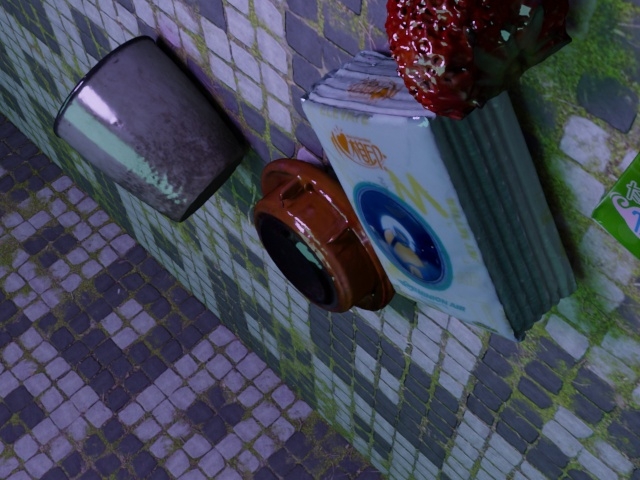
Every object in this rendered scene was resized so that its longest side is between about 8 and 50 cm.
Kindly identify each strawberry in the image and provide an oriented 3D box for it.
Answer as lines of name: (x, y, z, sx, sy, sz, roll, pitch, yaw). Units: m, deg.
strawberry: (0.151, -0.239, 0.886, 0.201, 0.184, 0.187, 51, 131, 24)

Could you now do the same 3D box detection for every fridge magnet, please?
fridge magnet: (0.000, 0.000, 1.607, 0.363, 0.155, 0.363, 42, 158, 21)

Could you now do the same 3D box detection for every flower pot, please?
flower pot: (-0.348, -0.224, 1.757, 0.330, 0.293, 0.293, 43, 159, 0)

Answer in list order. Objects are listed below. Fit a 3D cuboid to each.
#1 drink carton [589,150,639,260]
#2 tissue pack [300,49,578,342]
drink carton: (0.398, -0.060, 0.796, 0.161, 0.108, 0.271, 46, 160, 16)
tissue pack: (0.168, -0.065, 1.163, 0.287, 0.162, 0.388, 20, 146, 52)
